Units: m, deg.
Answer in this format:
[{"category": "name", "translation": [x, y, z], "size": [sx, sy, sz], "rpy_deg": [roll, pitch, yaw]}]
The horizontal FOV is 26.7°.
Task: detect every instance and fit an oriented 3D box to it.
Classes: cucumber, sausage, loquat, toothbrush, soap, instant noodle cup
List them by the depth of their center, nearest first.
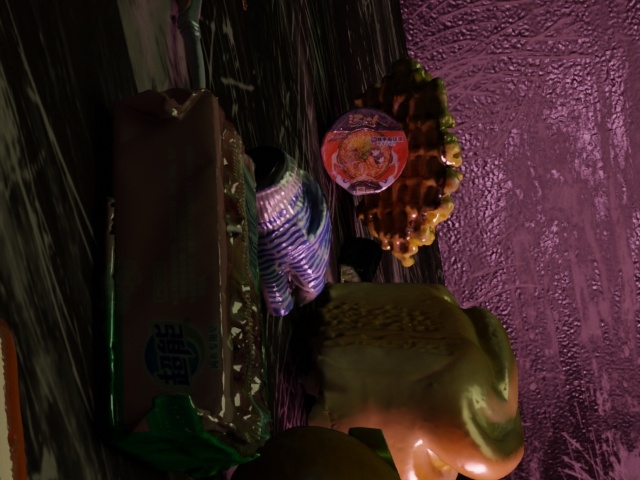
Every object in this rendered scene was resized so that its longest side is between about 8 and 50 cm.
[{"category": "sausage", "translation": [-0.176, 0.100, 0.700], "size": [0.039, 0.041, 0.131], "rpy_deg": [4, 77, -57]}, {"category": "soap", "translation": [-0.095, 0.033, 1.027], "size": [0.218, 0.098, 0.273], "rpy_deg": [56, 28, -67]}, {"category": "loquat", "translation": [0.008, 0.273, 1.167], "size": [0.227, 0.179, 0.179], "rpy_deg": [58, 3, 18]}, {"category": "toothbrush", "translation": [-0.121, -0.236, 1.266], "size": [0.037, 0.028, 0.375], "rpy_deg": [28, 49, -41]}, {"category": "instant noodle cup", "translation": [0.065, -0.136, 1.983], "size": [0.135, 0.127, 0.127], "rpy_deg": [-80, 161, -83]}, {"category": "cucumber", "translation": [0.058, 0.034, 2.017], "size": [0.220, 0.046, 0.070], "rpy_deg": [-68, 141, -69]}]

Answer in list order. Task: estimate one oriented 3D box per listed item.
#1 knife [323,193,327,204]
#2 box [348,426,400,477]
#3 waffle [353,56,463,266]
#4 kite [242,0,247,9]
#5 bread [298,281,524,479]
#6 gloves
[{"category": "knife", "translation": [0.000, 0.000, 1.809], "size": [0.170, 0.010, 0.023], "rpy_deg": [-84, 157, -45]}, {"category": "box", "translation": [0.038, 0.363, 1.380], "size": [0.173, 0.043, 0.311], "rpy_deg": [-113, -151, -82]}, {"category": "waffle", "translation": [0.127, -0.122, 2.074], "size": [0.281, 0.058, 0.300], "rpy_deg": [-42, -126, 53]}, {"category": "kite", "translation": [-0.092, -0.356, 1.560], "size": [0.159, 0.010, 0.190], "rpy_deg": [68, 19, -59]}, {"category": "bread", "translation": [0.107, 0.189, 1.607], "size": [0.315, 0.270, 0.211], "rpy_deg": [-91, -177, -61]}, {"category": "gloves", "translation": [-0.038, -0.004, 1.420], "size": [0.119, 0.097, 0.229], "rpy_deg": [-56, 156, -25]}]
